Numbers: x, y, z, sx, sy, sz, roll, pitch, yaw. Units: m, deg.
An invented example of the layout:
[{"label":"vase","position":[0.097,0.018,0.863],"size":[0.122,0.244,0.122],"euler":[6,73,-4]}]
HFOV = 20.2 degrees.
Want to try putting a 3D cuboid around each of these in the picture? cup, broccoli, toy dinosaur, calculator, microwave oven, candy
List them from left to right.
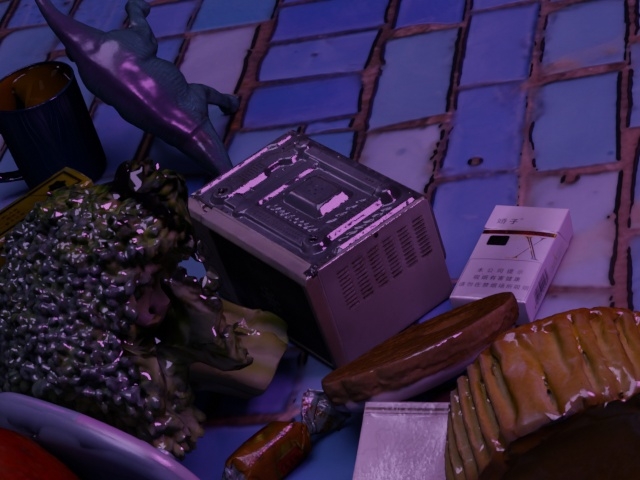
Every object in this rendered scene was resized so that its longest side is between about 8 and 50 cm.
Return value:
[{"label":"cup","position":[-0.357,-0.136,2.259],"size":[0.150,0.138,0.113],"euler":[-3,37,22]},{"label":"calculator","position":[-0.214,0.211,1.671],"size":[0.299,0.185,0.041],"euler":[12,60,35]},{"label":"broccoli","position":[-0.198,0.078,1.770],"size":[0.317,0.338,0.277],"euler":[16,70,11]},{"label":"toy dinosaur","position":[-0.210,-0.170,2.125],"size":[0.129,0.383,0.331],"euler":[-49,18,12]},{"label":"candy","position":[-0.048,0.204,1.720],"size":[0.182,0.053,0.046],"euler":[-37,31,-27]},{"label":"microwave oven","position":[0.000,0.000,1.899],"size":[0.194,0.145,0.240],"euler":[-37,38,-19]}]

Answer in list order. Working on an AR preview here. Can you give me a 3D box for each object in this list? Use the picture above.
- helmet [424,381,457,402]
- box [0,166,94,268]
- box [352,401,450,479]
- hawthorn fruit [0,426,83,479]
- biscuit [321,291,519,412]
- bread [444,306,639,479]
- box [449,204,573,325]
[{"label":"helmet","position":[0.144,0.167,1.659],"size":[0.123,0.070,0.098],"euler":[-22,34,-3]},{"label":"box","position":[-0.331,0.035,2.008],"size":[0.220,0.141,0.064],"euler":[-37,38,-25]},{"label":"box","position":[0.078,0.235,1.579],"size":[0.109,0.029,0.198],"euler":[-2,58,23]},{"label":"hawthorn fruit","position":[-0.310,0.278,1.578],"size":[0.265,0.265,0.307],"euler":[-6,14,18]},{"label":"biscuit","position":[0.107,0.109,1.720],"size":[0.181,0.049,0.208],"euler":[-20,4,44]},{"label":"bread","position":[0.214,0.182,1.446],"size":[0.227,0.253,0.142],"euler":[-24,32,7]},{"label":"box","position":[0.200,0.025,1.856],"size":[0.084,0.040,0.154],"euler":[1,40,28]}]
